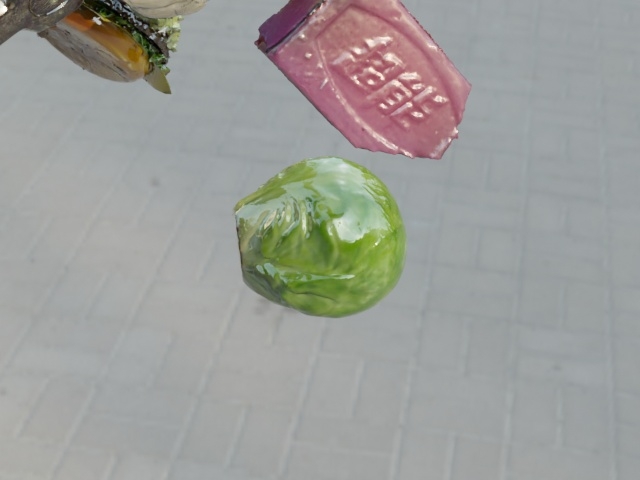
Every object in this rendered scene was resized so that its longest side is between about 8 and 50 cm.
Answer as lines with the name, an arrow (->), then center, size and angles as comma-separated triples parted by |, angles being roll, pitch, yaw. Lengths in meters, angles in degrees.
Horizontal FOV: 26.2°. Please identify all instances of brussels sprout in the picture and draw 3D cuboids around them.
brussels sprout -> 0.000, 0.000, 1.912 | 0.244, 0.244, 0.244 | 3, 31, -2

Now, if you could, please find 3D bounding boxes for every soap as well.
soap -> 0.064, -0.198, 1.601 | 0.162, 0.250, 0.099 | -45, 27, 3

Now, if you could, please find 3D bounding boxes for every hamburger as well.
hamburger -> -0.302, -0.321, 1.908 | 0.261, 0.243, 0.139 | 23, 75, 26

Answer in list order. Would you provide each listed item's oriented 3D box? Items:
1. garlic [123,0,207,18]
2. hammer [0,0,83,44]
garlic -> -0.173, -0.370, 1.654 | 0.152, 0.228, 0.228 | 20, 34, 23
hammer -> -0.409, -0.383, 1.514 | 0.242, 0.095, 0.409 | -38, 67, -13
